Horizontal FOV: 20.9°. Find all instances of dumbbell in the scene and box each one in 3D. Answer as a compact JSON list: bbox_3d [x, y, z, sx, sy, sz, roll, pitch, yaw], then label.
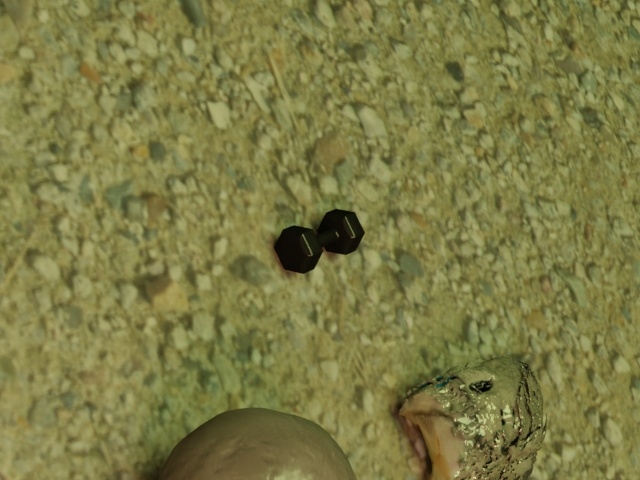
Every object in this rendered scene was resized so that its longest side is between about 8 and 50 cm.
[{"bbox_3d":[0.000,0.000,1.422,0.083,0.040,0.036,-22,116,-50],"label":"dumbbell"}]

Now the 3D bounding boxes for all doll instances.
[{"bbox_3d":[-0.051,0.259,1.146,0.151,0.151,0.287,26,57,-35],"label":"doll"}]

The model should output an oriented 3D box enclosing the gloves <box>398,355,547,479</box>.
[{"bbox_3d":[0.141,0.155,1.454,0.153,0.070,0.114,-9,74,-51],"label":"gloves"}]
